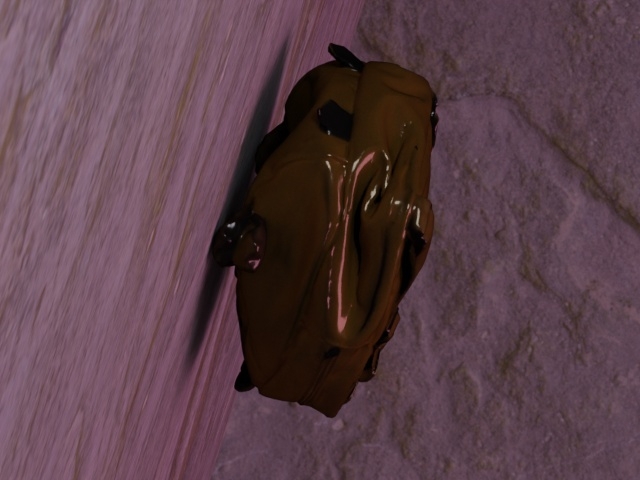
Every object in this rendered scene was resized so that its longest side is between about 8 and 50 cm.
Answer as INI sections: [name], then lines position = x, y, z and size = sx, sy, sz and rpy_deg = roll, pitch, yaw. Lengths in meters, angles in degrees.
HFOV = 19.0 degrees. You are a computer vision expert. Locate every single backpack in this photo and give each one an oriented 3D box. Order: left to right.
[backpack]
position = 0.006, 0.002, 1.969
size = 0.353, 0.201, 0.378
rpy_deg = -73, 177, -65
